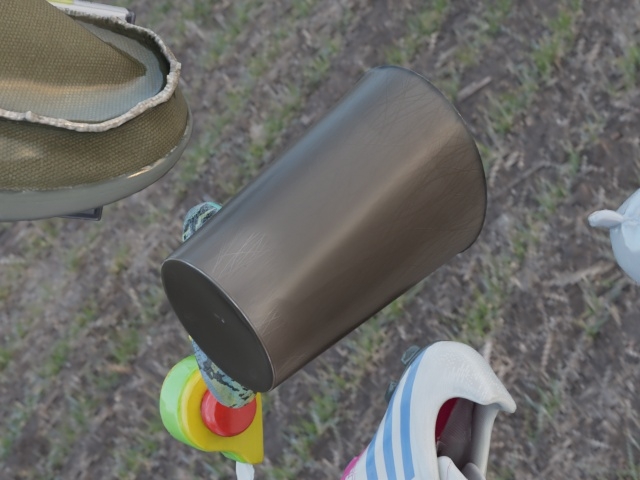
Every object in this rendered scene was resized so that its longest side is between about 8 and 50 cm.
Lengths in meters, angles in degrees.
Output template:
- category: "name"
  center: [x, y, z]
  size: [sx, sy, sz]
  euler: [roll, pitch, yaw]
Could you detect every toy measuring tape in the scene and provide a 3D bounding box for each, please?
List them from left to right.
- category: "toy measuring tape"
  center: [-0.130, 0.253, 1.409]
  size: [0.121, 0.121, 0.330]
  euler: [4, 99, 43]

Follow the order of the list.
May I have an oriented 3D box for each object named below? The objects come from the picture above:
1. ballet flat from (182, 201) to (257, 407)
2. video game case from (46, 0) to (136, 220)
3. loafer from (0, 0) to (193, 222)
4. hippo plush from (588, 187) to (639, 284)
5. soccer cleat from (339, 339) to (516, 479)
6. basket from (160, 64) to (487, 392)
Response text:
- category: "ballet flat"
  center: [-0.080, 0.059, 1.038]
  size: [0.070, 0.188, 0.070]
  euler: [-12, 8, 2]
- category: "video game case"
  center: [-0.370, -0.166, 1.446]
  size: [0.035, 0.248, 0.275]
  euler: [-138, 57, -59]
- category: "loafer"
  center: [-0.153, -0.073, 0.379]
  size: [0.087, 0.251, 0.094]
  euler: [-63, 33, 31]
- category: "hippo plush"
  center: [0.414, 0.019, 1.170]
  size: [0.294, 0.234, 0.236]
  euler: [-63, 34, 13]
- category: "soccer cleat"
  center: [0.093, 0.265, 1.230]
  size: [0.143, 0.116, 0.331]
  euler: [39, 111, 52]
- category: "basket"
  center: [0.000, 0.000, 0.930]
  size: [0.154, 0.204, 0.227]
  euler: [38, 60, 24]
